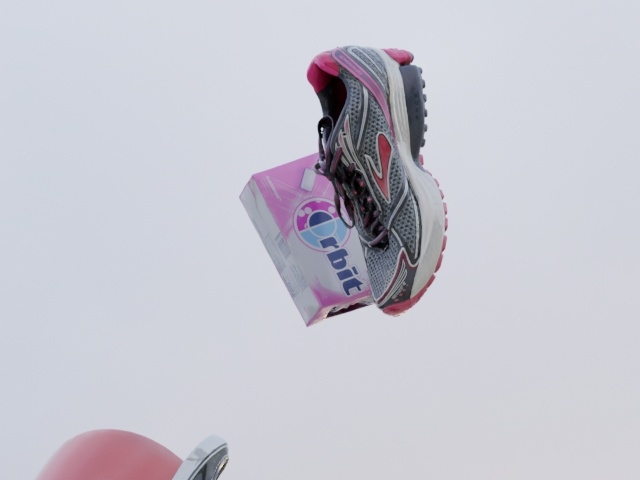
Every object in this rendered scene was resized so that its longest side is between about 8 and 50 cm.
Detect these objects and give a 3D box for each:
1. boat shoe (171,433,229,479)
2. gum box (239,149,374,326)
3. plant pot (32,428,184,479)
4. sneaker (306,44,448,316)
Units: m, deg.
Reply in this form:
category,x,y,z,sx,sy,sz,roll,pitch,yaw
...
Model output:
category,x,y,z,sx,sy,sz,roll,pitch,yaw
boat shoe,-0.150,0.316,2.132,0.070,0.219,0.078,25,-43,11
gum box,0.000,0.000,2.114,0.107,0.188,0.062,-20,-16,-26
plant pot,-0.292,0.408,2.291,0.275,0.275,0.243,-30,8,32
sneaker,0.051,-0.062,1.948,0.112,0.299,0.121,2,-23,-30
